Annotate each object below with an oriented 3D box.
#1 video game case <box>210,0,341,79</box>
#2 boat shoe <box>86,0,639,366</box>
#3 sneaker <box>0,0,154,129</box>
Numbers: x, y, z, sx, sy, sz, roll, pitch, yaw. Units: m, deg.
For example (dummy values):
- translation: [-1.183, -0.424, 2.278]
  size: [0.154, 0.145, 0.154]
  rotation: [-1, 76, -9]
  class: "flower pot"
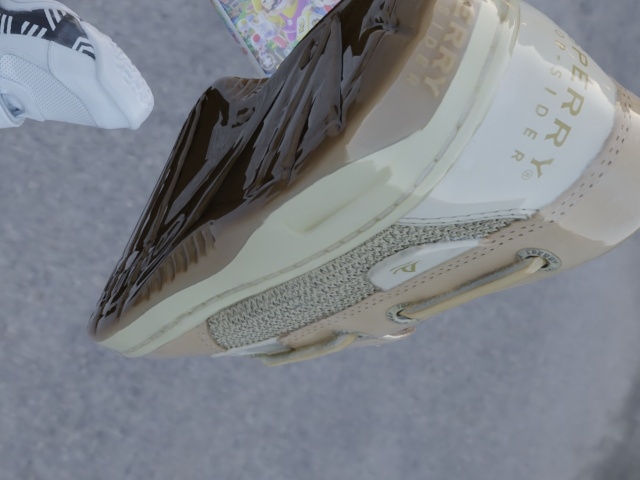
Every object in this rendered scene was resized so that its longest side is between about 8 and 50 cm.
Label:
- translation: [-0.011, -0.125, 0.696]
  size: [0.087, 0.011, 0.122]
  rotation: [-41, 114, -18]
  class: "video game case"
- translation: [0.000, 0.000, 0.575]
  size: [0.110, 0.341, 0.122]
  rotation: [28, 72, -16]
  class: "boat shoe"
- translation: [-0.335, -0.123, 1.323]
  size: [0.210, 0.366, 0.137]
  rotation: [-62, 160, -16]
  class: "sneaker"
